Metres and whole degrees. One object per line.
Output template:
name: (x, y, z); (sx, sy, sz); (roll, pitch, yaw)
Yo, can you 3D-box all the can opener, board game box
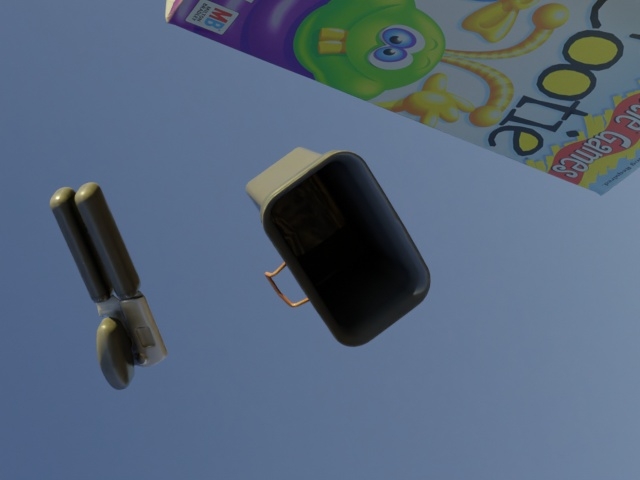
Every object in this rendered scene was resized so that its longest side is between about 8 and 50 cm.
can opener: (-0.274, 0.060, 1.616); (0.093, 0.074, 0.280); (-67, -36, -61)
board game box: (0.077, -0.153, 0.632); (0.275, 0.144, 0.142); (18, -130, -27)

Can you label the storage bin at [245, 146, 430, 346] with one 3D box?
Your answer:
storage bin: (0.000, 0.000, 0.901); (0.135, 0.098, 0.091); (57, 171, -24)
